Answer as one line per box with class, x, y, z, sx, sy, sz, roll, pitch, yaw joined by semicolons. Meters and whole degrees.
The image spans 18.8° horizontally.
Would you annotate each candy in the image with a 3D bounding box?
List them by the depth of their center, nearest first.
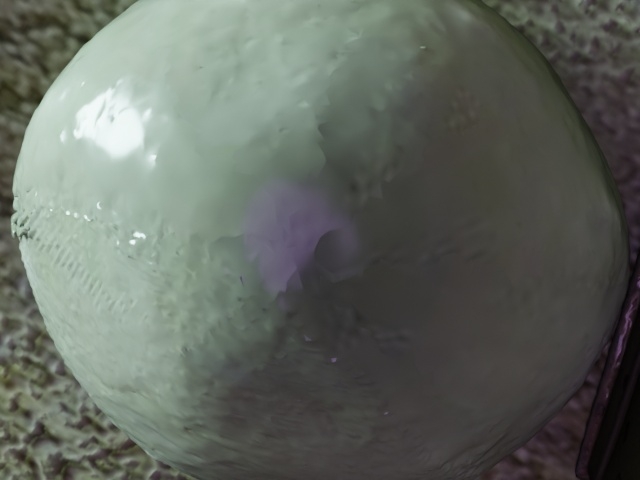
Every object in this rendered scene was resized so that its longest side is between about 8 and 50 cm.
candy;0.000;0.000;0.906;0.295;0.185;0.295;0;98;-2

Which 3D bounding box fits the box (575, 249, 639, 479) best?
box;0.300;0.086;0.925;0.297;0.190;0.225;14;105;-3
